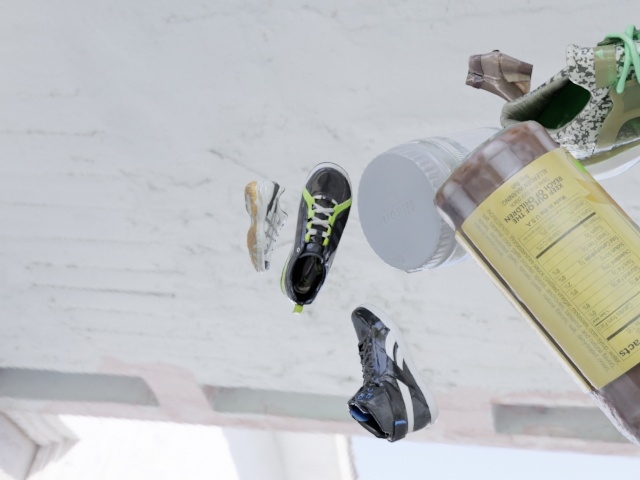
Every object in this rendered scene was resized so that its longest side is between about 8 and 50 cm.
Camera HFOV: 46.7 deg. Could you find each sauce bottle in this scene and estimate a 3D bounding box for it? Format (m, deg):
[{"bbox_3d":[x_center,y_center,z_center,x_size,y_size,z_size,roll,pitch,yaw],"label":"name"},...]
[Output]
[{"bbox_3d":[0.226,0.069,0.540,0.344,0.111,0.111,53,-36,15],"label":"sauce bottle"}]

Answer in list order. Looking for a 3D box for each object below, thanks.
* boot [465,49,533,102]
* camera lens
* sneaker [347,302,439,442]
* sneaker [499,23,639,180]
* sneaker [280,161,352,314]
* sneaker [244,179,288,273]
[{"bbox_3d":[0.240,-0.211,1.004,0.086,0.042,0.118,10,-29,16],"label":"boot"},{"bbox_3d":[0.228,-0.074,1.271,0.274,0.220,0.219,-14,-20,-36],"label":"camera lens"},{"bbox_3d":[0.078,0.199,1.121,0.121,0.217,0.079,-18,-28,-29],"label":"sneaker"},{"bbox_3d":[0.368,-0.187,0.838,0.181,0.158,0.410,7,-25,-30],"label":"sneaker"},{"bbox_3d":[0.000,0.000,1.128,0.084,0.097,0.235,11,-78,-10],"label":"sneaker"},{"bbox_3d":[-0.044,-0.012,0.650,0.036,0.032,0.083,-8,-72,-26],"label":"sneaker"}]
